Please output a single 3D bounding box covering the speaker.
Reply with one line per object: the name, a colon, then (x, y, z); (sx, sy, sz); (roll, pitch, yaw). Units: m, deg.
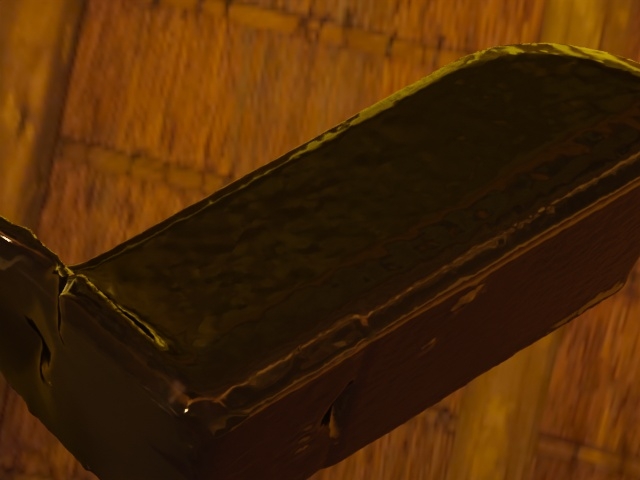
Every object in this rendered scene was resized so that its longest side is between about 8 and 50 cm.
speaker: (0.000, 0.000, 0.934); (0.388, 0.180, 0.184); (-28, -113, -24)
